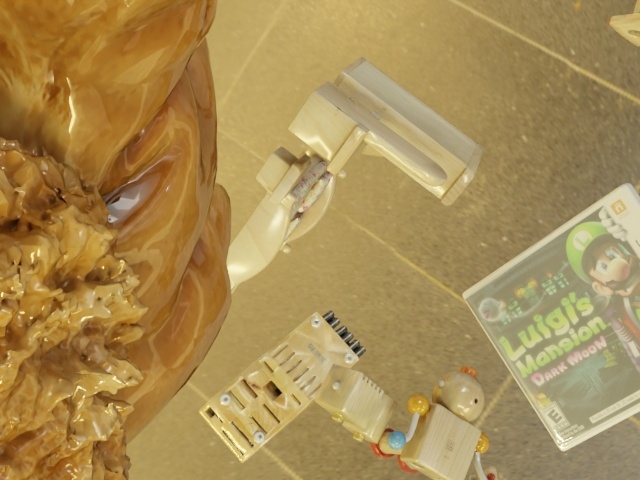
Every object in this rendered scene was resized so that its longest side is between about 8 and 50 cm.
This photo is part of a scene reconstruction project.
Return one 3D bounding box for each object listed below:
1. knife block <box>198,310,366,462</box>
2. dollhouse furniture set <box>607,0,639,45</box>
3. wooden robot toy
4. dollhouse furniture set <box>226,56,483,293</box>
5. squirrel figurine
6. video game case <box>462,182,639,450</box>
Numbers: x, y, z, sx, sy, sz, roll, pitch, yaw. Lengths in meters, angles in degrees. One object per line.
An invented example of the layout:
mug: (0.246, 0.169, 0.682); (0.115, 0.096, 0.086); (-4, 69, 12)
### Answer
knife block: (-0.050, 0.202, 1.387); (0.275, 0.242, 0.088); (-39, 81, -25)
dollhouse furniture set: (0.481, -0.293, 1.268); (0.129, 0.183, 0.129); (9, 77, 55)
wooden robot toy: (0.074, 0.117, 0.680); (0.076, 0.173, 0.079); (-3, 55, 61)
dollhouse furniture set: (0.000, 0.000, 1.109); (0.173, 0.303, 0.355); (37, 113, 1)
squirrel figurine: (-0.134, -0.026, 0.444); (0.370, 0.281, 0.397); (124, 157, -46)
video game case: (0.244, 0.072, 0.896); (0.190, 0.022, 0.173); (-39, 77, 31)
